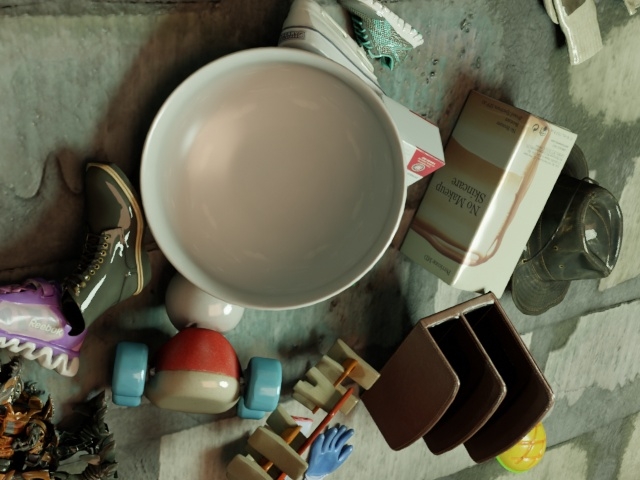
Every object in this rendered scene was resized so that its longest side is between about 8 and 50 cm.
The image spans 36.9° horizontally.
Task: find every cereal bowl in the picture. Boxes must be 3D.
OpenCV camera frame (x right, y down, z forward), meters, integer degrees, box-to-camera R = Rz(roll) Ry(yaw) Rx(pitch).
[{"bbox_3d":[-0.056,-0.080,1.263,0.339,0.141,0.339,0,93,5],"label":"cereal bowl"}]

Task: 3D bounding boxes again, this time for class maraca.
[{"bbox_3d":[0.389,0.381,1.931,0.127,0.099,0.185,-33,103,-25],"label":"maraca"}]

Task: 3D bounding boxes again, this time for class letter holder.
[{"bbox_3d":[0.220,0.262,1.577,0.152,0.214,0.302,-18,156,-28],"label":"letter holder"}]

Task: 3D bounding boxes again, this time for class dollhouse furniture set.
[{"bbox_3d":[-0.027,0.322,1.499,0.259,0.135,0.262,-55,172,36],"label":"dollhouse furniture set"}]

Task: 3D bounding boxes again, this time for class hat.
[{"bbox_3d":[0.457,-0.013,1.697,0.331,0.134,0.331,-21,118,-48],"label":"hat"}]

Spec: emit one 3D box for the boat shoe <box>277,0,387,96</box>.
[{"bbox_3d":[0.029,-0.240,1.343,0.267,0.096,0.088,34,59,-48],"label":"boat shoe"}]

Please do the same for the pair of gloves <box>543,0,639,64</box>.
[{"bbox_3d":[0.460,-0.432,1.580,0.240,0.042,0.204,-42,128,-13],"label":"pair of gloves"}]

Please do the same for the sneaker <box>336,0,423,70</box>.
[{"bbox_3d":[0.076,-0.296,1.362,0.166,0.065,0.076,27,100,-40],"label":"sneaker"}]

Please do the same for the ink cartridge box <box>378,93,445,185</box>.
[{"bbox_3d":[0.070,-0.118,1.379,0.127,0.072,0.175,22,140,-41],"label":"ink cartridge box"}]

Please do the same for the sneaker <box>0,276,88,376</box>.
[{"bbox_3d":[-0.384,0.087,1.219,0.236,0.095,0.104,35,84,-47],"label":"sneaker"}]

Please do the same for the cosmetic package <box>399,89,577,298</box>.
[{"bbox_3d":[0.269,-0.075,1.560,0.129,0.153,0.296,13,104,-39],"label":"cosmetic package"}]

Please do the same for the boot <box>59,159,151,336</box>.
[{"bbox_3d":[-0.286,0.012,1.214,0.137,0.077,0.198,-45,133,-46],"label":"boot"}]

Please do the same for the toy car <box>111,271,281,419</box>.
[{"bbox_3d":[-0.167,0.118,1.352,0.219,0.210,0.238,8,72,-9],"label":"toy car"}]

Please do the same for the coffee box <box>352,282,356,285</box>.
[{"bbox_3d":[0.000,0.000,1.477,0.184,0.040,0.113,14,104,-40],"label":"coffee box"}]

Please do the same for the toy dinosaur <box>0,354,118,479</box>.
[{"bbox_3d":[-0.395,0.293,1.311,0.218,0.164,0.322,-6,137,-17],"label":"toy dinosaur"}]

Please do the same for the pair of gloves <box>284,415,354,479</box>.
[{"bbox_3d":[-0.029,0.382,1.674,0.198,0.023,0.159,20,101,-42],"label":"pair of gloves"}]
